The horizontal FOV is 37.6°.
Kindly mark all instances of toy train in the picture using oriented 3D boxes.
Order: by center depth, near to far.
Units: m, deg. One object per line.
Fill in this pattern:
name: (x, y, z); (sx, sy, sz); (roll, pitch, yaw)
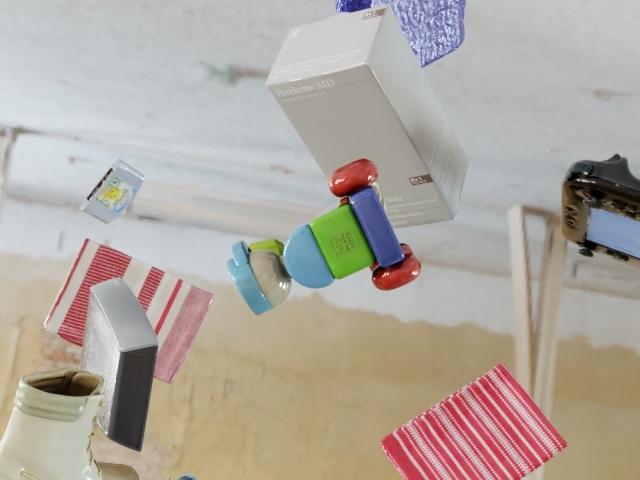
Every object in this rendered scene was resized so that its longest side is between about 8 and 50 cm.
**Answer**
toy train: (0.000, 0.000, 0.848); (0.143, 0.105, 0.248); (-24, -175, 3)

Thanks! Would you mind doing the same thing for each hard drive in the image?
hard drive: (-0.283, 0.162, 1.292); (0.054, 0.172, 0.254); (5, -165, -25)

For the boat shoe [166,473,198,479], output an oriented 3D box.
boat shoe: (-0.262, 0.486, 1.568); (0.109, 0.258, 0.089); (46, -139, 19)

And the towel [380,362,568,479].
towel: (0.265, 0.357, 1.656); (0.275, 0.199, 0.031); (-31, 146, -6)

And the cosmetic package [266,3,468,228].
cosmetic package: (0.058, -0.126, 1.018); (0.127, 0.107, 0.238); (-8, 138, 32)

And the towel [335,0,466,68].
towel: (0.085, -0.346, 1.094); (0.076, 0.308, 0.227); (22, -139, 38)

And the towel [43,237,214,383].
towel: (-0.442, 0.166, 2.181); (0.329, 0.237, 0.037); (26, 177, -13)

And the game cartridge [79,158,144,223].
game cartridge: (-0.270, -0.062, 1.230); (0.017, 0.083, 0.056); (41, -176, 36)

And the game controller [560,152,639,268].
game controller: (0.353, -0.015, 1.054); (0.166, 0.067, 0.319); (30, 177, 18)

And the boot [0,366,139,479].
boot: (-0.277, 0.233, 1.089); (0.213, 0.165, 0.077); (15, -168, -46)
